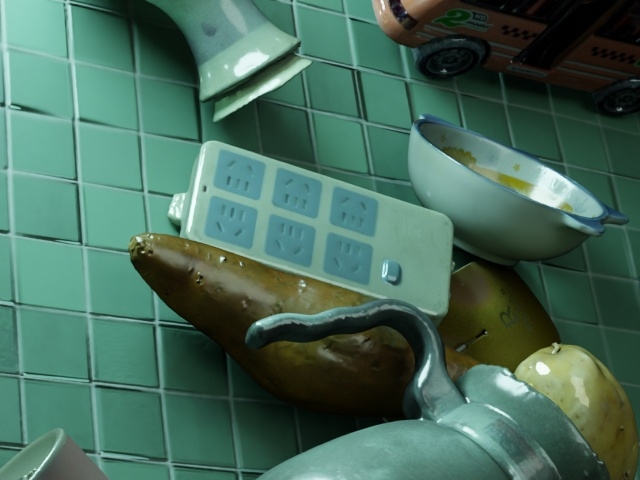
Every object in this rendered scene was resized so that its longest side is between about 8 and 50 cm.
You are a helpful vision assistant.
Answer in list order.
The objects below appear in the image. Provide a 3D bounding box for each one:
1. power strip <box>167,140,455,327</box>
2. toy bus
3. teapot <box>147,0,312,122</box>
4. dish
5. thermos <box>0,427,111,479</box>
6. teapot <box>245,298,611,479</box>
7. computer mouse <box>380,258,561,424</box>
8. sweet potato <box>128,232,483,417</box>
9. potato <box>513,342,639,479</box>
[{"bbox_3d":[0.000,0.000,1.525,0.270,0.046,0.118,18,49,-13],"label":"power strip"},{"bbox_3d":[0.263,-0.283,1.793,0.427,0.233,0.203,8,59,-32],"label":"toy bus"},{"bbox_3d":[-0.114,-0.238,1.550,0.183,0.183,0.251,-39,100,-43],"label":"teapot"},{"bbox_3d":[0.174,-0.029,1.648,0.228,0.086,0.236,19,17,-21],"label":"dish"},{"bbox_3d":[-0.149,0.282,1.213,0.265,0.146,0.176,48,40,-9],"label":"thermos"},{"bbox_3d":[0.074,0.200,1.357,0.285,0.223,0.305,-29,52,-29],"label":"teapot"},{"bbox_3d":[0.134,0.097,1.587,0.245,0.056,0.126,-28,80,-41],"label":"computer mouse"},{"bbox_3d":[-0.001,0.089,1.454,0.359,0.112,0.112,19,52,-9],"label":"sweet potato"},{"bbox_3d":[0.227,0.177,1.546,0.118,0.109,0.178,-46,130,-58],"label":"potato"}]
